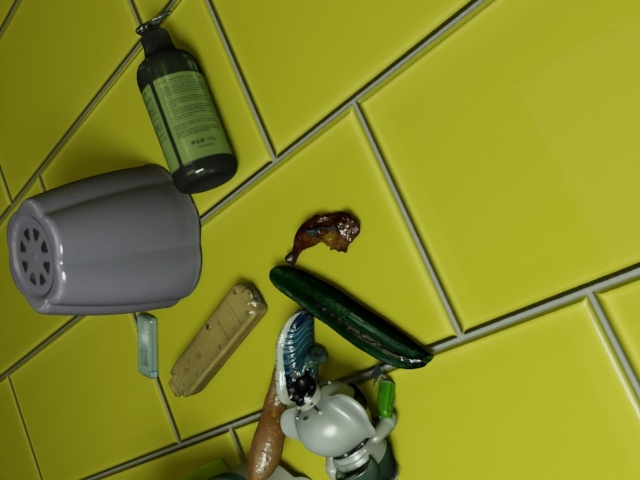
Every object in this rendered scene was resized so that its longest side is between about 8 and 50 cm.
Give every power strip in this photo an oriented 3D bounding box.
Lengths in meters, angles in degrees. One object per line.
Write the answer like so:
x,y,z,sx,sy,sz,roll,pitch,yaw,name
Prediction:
-0.176,0.173,1.054,0.064,0.044,0.305,53,125,20,power strip

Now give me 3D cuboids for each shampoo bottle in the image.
-0.221,-0.217,0.981,0.101,0.101,0.284,-30,78,40,shampoo bottle

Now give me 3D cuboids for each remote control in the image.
-0.331,0.202,1.206,0.053,0.017,0.125,10,104,40,remote control

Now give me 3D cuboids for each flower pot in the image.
-0.368,0.006,1.059,0.265,0.243,0.265,6,100,38,flower pot

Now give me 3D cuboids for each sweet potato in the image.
-0.070,0.258,0.954,0.050,0.050,0.214,3,77,40,sweet potato

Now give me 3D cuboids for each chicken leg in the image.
-0.002,-0.004,0.880,0.145,0.037,0.062,-13,103,40,chicken leg

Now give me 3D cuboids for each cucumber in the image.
0.027,0.100,0.857,0.284,0.056,0.056,29,115,34,cucumber

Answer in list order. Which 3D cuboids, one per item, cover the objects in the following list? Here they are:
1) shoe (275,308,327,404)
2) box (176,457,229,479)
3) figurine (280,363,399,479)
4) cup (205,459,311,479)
-0.024,0.169,0.911,0.071,0.064,0.143,5,95,23,shoe
-0.288,0.538,1.118,0.047,0.187,0.335,42,122,26,box
0.029,0.248,0.829,0.147,0.126,0.192,-28,111,29,figurine
-0.141,0.500,0.946,0.219,0.257,0.290,6,102,45,cup
